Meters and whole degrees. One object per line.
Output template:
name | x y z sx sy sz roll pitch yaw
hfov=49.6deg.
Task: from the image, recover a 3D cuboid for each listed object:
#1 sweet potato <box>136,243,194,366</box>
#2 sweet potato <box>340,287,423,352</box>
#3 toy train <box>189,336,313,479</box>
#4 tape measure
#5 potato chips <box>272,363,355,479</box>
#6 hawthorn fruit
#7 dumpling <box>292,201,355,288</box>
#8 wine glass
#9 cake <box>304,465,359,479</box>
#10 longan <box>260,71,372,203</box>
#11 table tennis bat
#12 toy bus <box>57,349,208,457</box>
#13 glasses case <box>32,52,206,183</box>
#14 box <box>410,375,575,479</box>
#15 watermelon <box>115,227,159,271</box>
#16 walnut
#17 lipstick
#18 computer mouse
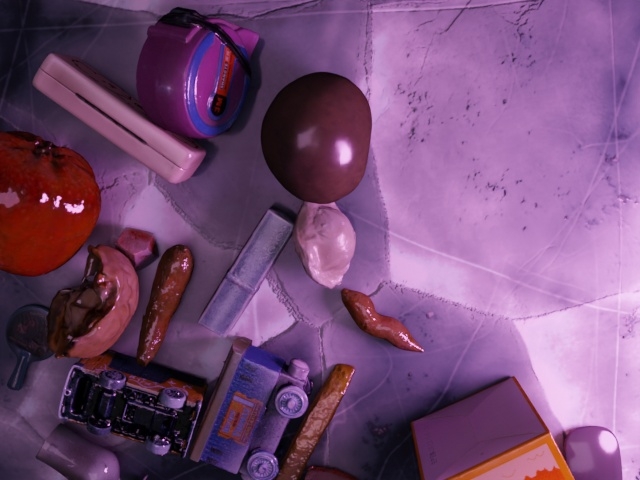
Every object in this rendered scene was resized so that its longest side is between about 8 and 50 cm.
sweet potato | -0.335 0.134 1.465 0.075 0.075 0.273 21 95 -1
sweet potato | 0.125 0.179 1.468 0.218 0.051 0.065 38 97 -4
toy train | -0.145 0.368 1.474 0.202 0.131 0.299 23 100 0
tape measure | -0.231 -0.311 1.311 0.149 0.245 0.231 20 99 24
potato chips | -0.036 0.450 1.512 0.057 0.080 0.407 27 100 8
hawthorn fruit | -0.599 -0.048 1.360 0.287 0.287 0.330 30 107 -3
dumpling | 0.000 0.000 1.403 0.136 0.118 0.199 -2 85 -38
wine glass | -0.504 0.501 1.528 0.231 0.103 0.103 34 100 0
cake | -0.021 0.628 1.502 0.160 0.158 0.262 38 101 0
longan | -0.001 -0.202 1.325 0.215 0.246 0.246 34 102 31
table tennis bat | -0.642 0.237 1.524 0.124 0.033 0.201 23 95 0
toy bus | -0.389 0.333 1.461 0.275 0.167 0.138 17 100 -3
glasses case | -0.391 -0.241 1.372 0.336 0.144 0.076 35 101 -5
box | 0.348 0.459 1.389 0.259 0.283 0.214 -25 99 7
watermelon | -0.392 0.024 1.456 0.084 0.072 0.092 13 102 15
walnut | -0.457 0.143 1.419 0.141 0.204 0.238 22 127 -36
lipstick | -0.149 0.063 1.447 0.077 0.076 0.289 33 100 -2
computer mouse | 0.591 0.516 1.504 0.120 0.057 0.232 -4 99 4
